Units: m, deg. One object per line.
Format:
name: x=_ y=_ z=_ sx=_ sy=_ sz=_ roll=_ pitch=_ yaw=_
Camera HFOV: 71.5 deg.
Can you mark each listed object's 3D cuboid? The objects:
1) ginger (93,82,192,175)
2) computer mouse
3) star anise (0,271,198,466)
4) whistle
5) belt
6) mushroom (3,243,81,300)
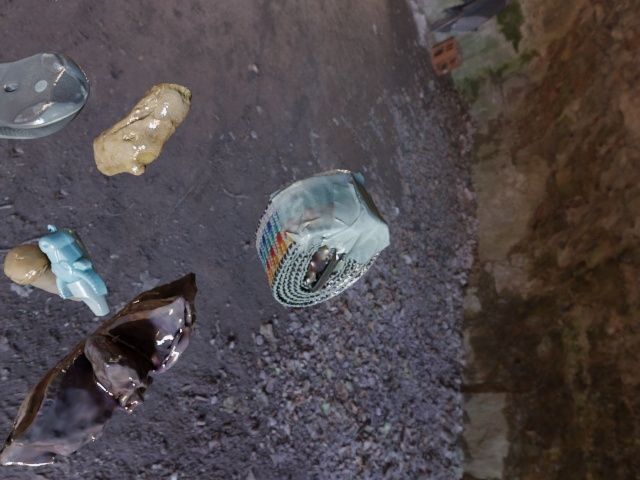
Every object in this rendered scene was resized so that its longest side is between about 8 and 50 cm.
ginger: x=-0.489 y=-0.300 z=1.225 sx=0.190 sy=0.354 sz=0.126 roll=55 pitch=15 yaw=27
computer mouse: x=-0.593 y=-0.265 z=0.843 sx=0.090 sy=0.379 sz=0.167 roll=64 pitch=36 yaw=-66
star anise: x=-0.284 y=0.174 z=0.617 sx=0.117 sy=0.332 sz=0.331 roll=48 pitch=36 yaw=-6
whistle: x=-0.640 y=0.080 z=1.172 sx=0.093 sy=0.186 sz=0.274 roll=-44 pitch=118 yaw=-49
belt: x=0.000 y=0.000 z=0.785 sx=0.207 sy=0.257 sz=0.150 roll=-2 pitch=49 yaw=-35
mushroom: x=-0.879 y=0.099 z=1.472 sx=0.407 sy=0.137 sz=0.154 roll=112 pitch=-31 yaw=-73
